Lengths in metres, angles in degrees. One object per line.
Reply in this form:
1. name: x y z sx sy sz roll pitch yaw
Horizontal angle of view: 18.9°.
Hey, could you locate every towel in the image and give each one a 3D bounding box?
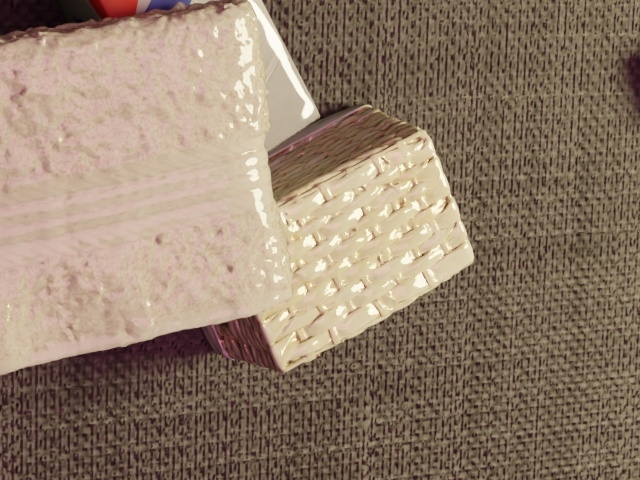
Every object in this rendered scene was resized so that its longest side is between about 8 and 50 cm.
1. towel: -0.156 -0.027 1.071 0.282 0.049 0.187 -12 107 -17

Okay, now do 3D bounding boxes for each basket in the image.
1. basket: 0.000 0.000 1.225 0.167 0.103 0.113 -29 111 -18

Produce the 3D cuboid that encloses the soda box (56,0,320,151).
1. soda box: -0.113 -0.174 1.136 0.091 0.098 0.286 -34 114 -16
